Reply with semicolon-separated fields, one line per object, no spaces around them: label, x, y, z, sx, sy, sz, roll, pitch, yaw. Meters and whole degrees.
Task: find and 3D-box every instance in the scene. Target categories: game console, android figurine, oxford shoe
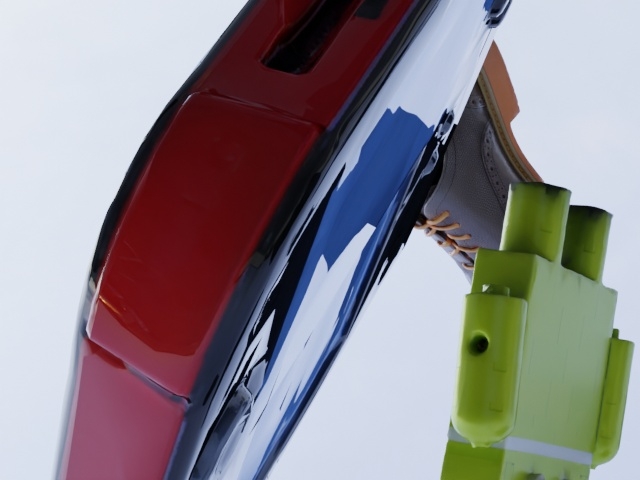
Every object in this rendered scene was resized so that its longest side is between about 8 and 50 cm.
game console;0.000;0.000;0.779;0.060;0.342;0.386;24;-135;10
android figurine;0.146;0.103;1.318;0.056;0.273;0.248;5;171;28
oxford shoe;0.128;-0.017;1.704;0.133;0.364;0.130;-27;-177;-40
